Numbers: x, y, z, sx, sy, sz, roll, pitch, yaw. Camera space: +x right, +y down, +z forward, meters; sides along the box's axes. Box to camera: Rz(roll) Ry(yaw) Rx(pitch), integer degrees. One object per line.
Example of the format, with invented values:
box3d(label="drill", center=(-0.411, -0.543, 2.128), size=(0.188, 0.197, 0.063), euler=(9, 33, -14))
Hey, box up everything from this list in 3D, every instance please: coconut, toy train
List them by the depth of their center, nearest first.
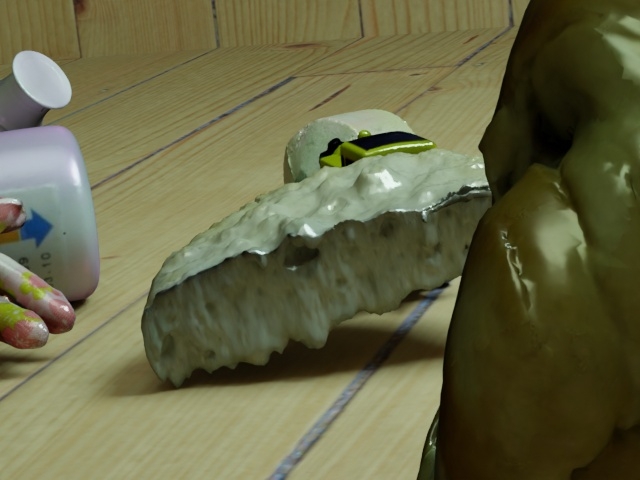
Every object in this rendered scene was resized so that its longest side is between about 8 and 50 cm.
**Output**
box3d(label="toy train", center=(0.045, -0.027, 1.572), size=(0.089, 0.127, 0.219), euler=(-9, 14, -16))
box3d(label="coconut", center=(0.025, -0.055, 1.730), size=(0.116, 0.116, 0.122), euler=(4, 17, 39))

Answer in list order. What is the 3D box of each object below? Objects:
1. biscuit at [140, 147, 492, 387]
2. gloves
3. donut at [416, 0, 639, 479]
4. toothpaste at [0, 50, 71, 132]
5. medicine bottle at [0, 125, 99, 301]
box3d(label="biscuit", center=(0.000, 0.000, 1.406), size=(0.281, 0.084, 0.179), euler=(-21, 23, -1))
box3d(label="gloves", center=(-0.303, 0.033, 1.472), size=(0.241, 0.145, 0.126), euler=(17, -20, -10))
box3d(label="donut", center=(0.128, 0.045, 0.777), size=(0.170, 0.360, 0.360), euler=(12, 16, 9))
box3d(label="toothpaste", center=(-0.336, -0.051, 1.737), size=(0.323, 0.066, 0.100), euler=(-39, -6, 34))
box3d(label="medicine bottle", center=(-0.315, -0.005, 1.603), size=(0.255, 0.152, 0.152), euler=(-10, 13, -12))
